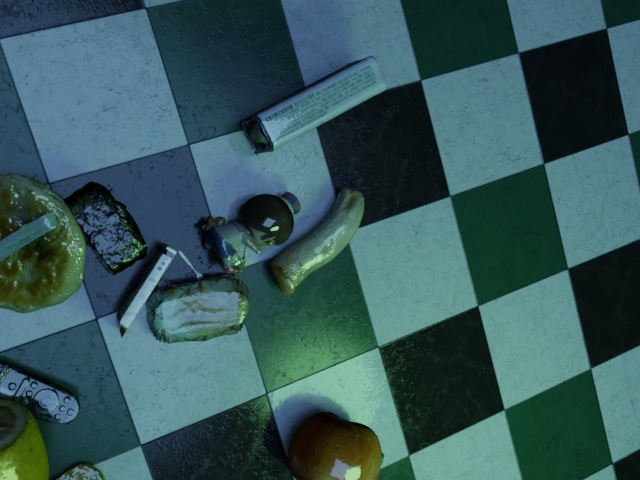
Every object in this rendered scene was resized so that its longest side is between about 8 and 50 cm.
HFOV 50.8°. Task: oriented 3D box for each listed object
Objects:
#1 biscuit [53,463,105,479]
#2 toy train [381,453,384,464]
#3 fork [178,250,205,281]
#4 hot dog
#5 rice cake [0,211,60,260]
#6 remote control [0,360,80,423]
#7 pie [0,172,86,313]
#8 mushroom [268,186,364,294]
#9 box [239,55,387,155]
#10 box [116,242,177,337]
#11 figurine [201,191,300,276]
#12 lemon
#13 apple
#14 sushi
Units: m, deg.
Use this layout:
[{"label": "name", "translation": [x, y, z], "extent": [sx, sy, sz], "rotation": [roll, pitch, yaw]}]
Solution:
[{"label": "biscuit", "translation": [-0.652, 0.656, 1.676], "extent": [0.247, 0.029, 0.118], "rotation": [-34, 97, -15]}, {"label": "toy train", "translation": [0.151, 0.623, 1.969], "extent": [0.092, 0.029, 0.045], "rotation": [40, 64, -22]}, {"label": "fork", "translation": [-0.336, 0.071, 1.764], "extent": [0.016, 0.012, 0.115], "rotation": [-40, 105, -20]}, {"label": "hot dog", "translation": [-0.312, 0.179, 1.744], "extent": [0.271, 0.082, 0.162], "rotation": [-8, 96, -16]}, {"label": "rice cake", "translation": [-0.668, 0.000, 1.485], "extent": [0.211, 0.034, 0.043], "rotation": [-30, 108, 10]}, {"label": "remote control", "translation": [-0.710, 0.364, 1.625], "extent": [0.266, 0.066, 0.090], "rotation": [30, 69, -15]}, {"label": "pie", "translation": [-0.686, 0.012, 1.545], "extent": [0.338, 0.075, 0.337], "rotation": [1, 106, 4]}, {"label": "mushroom", "translation": [0.000, 0.000, 1.843], "extent": [0.123, 0.095, 0.351], "rotation": [43, 77, 1]}, {"label": "box", "translation": [-0.023, -0.348, 1.761], "extent": [0.370, 0.190, 0.112], "rotation": [-32, 103, -14]}, {"label": "box", "translation": [-0.439, 0.118, 1.667], "extent": [0.033, 0.129, 0.247], "rotation": [34, 81, -18]}, {"label": "figurine", "translation": [-0.165, -0.029, 1.756], "extent": [0.276, 0.161, 0.158], "rotation": [-33, 144, -13]}, {"label": "lemon", "translation": [-0.769, 0.550, 1.471], "extent": [0.364, 0.364, 0.364], "rotation": [-1, 94, -20]}, {"label": "apple", "translation": [0.043, 0.581, 1.825], "extent": [0.254, 0.253, 0.253], "rotation": [-1, 94, -20]}, {"label": "sushi", "translation": [-0.517, -0.032, 1.632], "extent": [0.127, 0.124, 0.225], "rotation": [-37, 98, -18]}]
